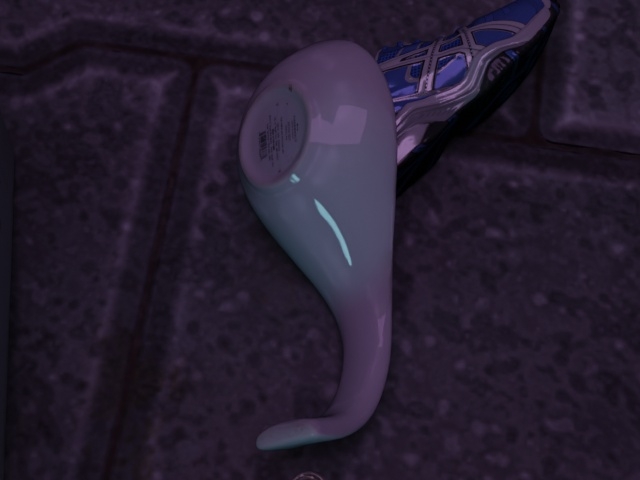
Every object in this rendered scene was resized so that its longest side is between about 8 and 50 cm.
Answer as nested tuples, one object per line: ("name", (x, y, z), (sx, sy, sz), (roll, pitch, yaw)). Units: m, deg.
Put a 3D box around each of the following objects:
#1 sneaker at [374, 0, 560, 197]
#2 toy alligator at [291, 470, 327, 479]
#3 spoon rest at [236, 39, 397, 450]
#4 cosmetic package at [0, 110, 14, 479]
("sneaker", (0.084, -0.117, 0.908), (0.211, 0.080, 0.081), (-39, 74, -18))
("toy alligator", (-0.067, 0.198, 0.776), (0.190, 0.051, 0.056), (-40, 73, -17))
("spoon rest", (0.000, 0.000, 0.845), (0.084, 0.137, 0.276), (16, 65, -42))
("cosmetic package", (-0.351, 0.011, 0.666), (0.328, 0.329, 0.393), (-6, 52, -3))
